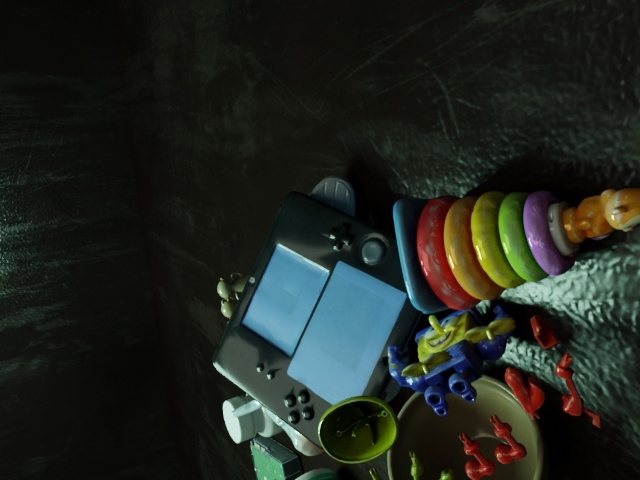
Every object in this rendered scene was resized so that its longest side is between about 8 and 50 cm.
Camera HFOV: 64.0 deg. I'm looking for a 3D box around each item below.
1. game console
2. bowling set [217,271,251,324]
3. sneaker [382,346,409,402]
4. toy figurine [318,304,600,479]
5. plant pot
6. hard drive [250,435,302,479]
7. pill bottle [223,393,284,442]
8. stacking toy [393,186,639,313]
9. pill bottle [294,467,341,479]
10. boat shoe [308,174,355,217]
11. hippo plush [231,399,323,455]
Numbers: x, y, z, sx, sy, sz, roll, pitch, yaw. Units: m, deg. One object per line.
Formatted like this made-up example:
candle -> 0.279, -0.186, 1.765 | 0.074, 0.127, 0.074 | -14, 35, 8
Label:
game console -> -0.005, 0.139, 0.926 | 0.342, 0.060, 0.386 | 27, 94, 24
bowling set -> -0.213, 0.237, 1.434 | 0.200, 0.154, 0.286 | -26, 78, 57
sneaker -> 0.087, 0.189, 1.005 | 0.153, 0.094, 0.234 | 6, 106, 58
toy figurine -> 0.190, 0.204, 0.762 | 0.362, 0.217, 0.191 | -38, 97, 25
plant pot -> 0.229, 0.329, 0.769 | 0.237, 0.110, 0.237 | -26, 42, 26
hard drive -> -0.114, 0.789, 1.560 | 0.237, 0.064, 0.338 | -7, 95, 58
pill bottle -> -0.115, 0.409, 1.269 | 0.131, 0.229, 0.131 | 27, 123, 52
stacking toy -> 0.257, -0.006, 0.645 | 0.302, 0.175, 0.165 | -17, 81, 44
pill bottle -> 0.047, 0.724, 1.150 | 0.361, 0.204, 0.204 | 45, 136, 41
boat shoe -> 0.000, 0.000, 1.069 | 0.094, 0.109, 0.302 | -68, -5, -65
hippo plush -> -0.020, 0.272, 1.082 | 0.294, 0.234, 0.236 | 7, 103, 48
